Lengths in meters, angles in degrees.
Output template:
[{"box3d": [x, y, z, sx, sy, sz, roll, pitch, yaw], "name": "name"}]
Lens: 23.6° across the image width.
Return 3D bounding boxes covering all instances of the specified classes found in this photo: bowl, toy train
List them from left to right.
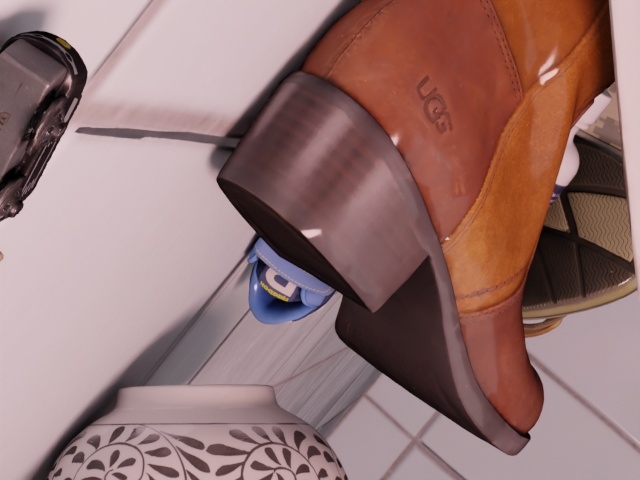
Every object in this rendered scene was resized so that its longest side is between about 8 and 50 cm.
[{"box3d": [-0.096, 0.014, 0.361, 0.158, 0.027, 0.036, -55, -178, 30], "name": "toy train"}, {"box3d": [-0.059, 0.109, 0.721, 0.170, 0.170, 0.080, 64, 24, -82], "name": "bowl"}]

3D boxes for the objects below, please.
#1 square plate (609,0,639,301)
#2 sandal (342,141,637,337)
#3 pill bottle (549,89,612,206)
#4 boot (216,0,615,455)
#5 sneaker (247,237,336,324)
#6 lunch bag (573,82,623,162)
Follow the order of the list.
[{"box3d": [0.224, -0.179, 0.613, 0.344, 0.049, 0.347, -52, 150, -20], "name": "square plate"}, {"box3d": [0.125, 0.016, 1.044, 0.303, 0.086, 0.120, -20, -126, 55], "name": "sandal"}, {"box3d": [0.099, -0.043, 0.945, 0.169, 0.094, 0.094, -51, 172, 17], "name": "pill bottle"}, {"box3d": [0.105, -0.065, 0.655, 0.280, 0.096, 0.264, -50, 135, -10], "name": "boot"}, {"box3d": [0.000, 0.000, 0.745, 0.059, 0.053, 0.144, -43, 170, -27], "name": "sneaker"}, {"box3d": [0.277, -0.149, 1.097, 0.305, 0.212, 0.256, 17, 96, -83], "name": "lunch bag"}]
